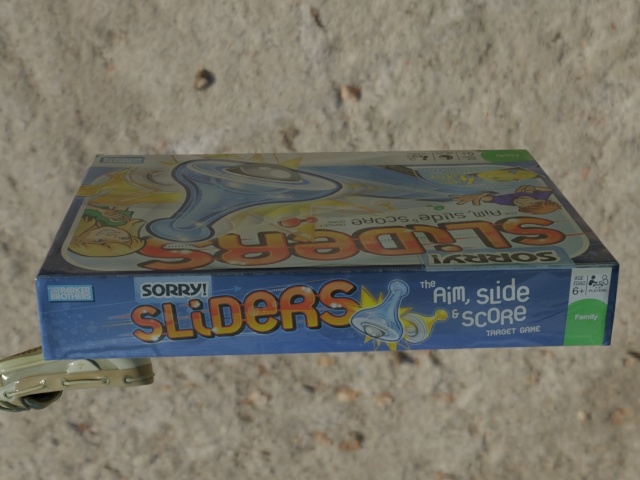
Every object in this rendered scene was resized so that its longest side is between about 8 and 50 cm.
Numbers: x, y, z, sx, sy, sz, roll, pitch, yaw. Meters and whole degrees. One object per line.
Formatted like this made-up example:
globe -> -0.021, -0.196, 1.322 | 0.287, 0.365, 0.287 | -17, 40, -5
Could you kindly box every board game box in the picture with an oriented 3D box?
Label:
board game box -> 0.000, 0.000, 0.417 | 0.201, 0.136, 0.035 | -1, 113, -4

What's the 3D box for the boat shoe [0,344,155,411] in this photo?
boat shoe -> -0.178, 0.094, 0.695 | 0.153, 0.056, 0.048 | -21, 83, 21
